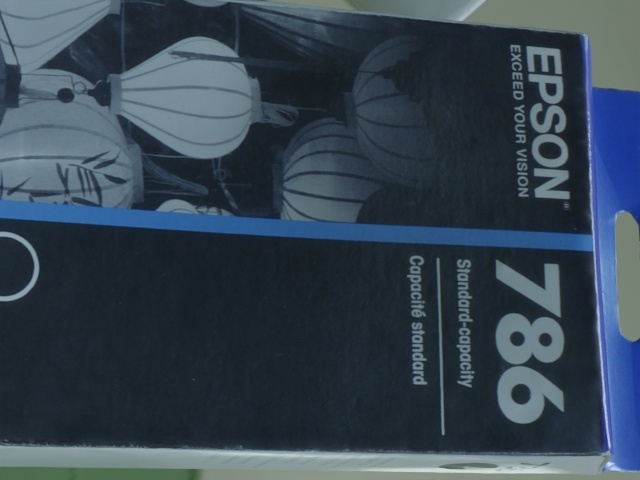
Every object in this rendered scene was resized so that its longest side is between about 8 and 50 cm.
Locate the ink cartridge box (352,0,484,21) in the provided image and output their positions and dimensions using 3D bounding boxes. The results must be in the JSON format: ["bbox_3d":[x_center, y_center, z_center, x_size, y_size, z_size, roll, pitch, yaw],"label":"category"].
[{"bbox_3d":[0.039,-0.346,0.922,0.285,0.395,0.166,-40,-177,29],"label":"ink cartridge box"}]

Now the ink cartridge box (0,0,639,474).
[{"bbox_3d":[0.000,0.000,0.621,0.065,0.333,0.165,143,-53,-68],"label":"ink cartridge box"}]
